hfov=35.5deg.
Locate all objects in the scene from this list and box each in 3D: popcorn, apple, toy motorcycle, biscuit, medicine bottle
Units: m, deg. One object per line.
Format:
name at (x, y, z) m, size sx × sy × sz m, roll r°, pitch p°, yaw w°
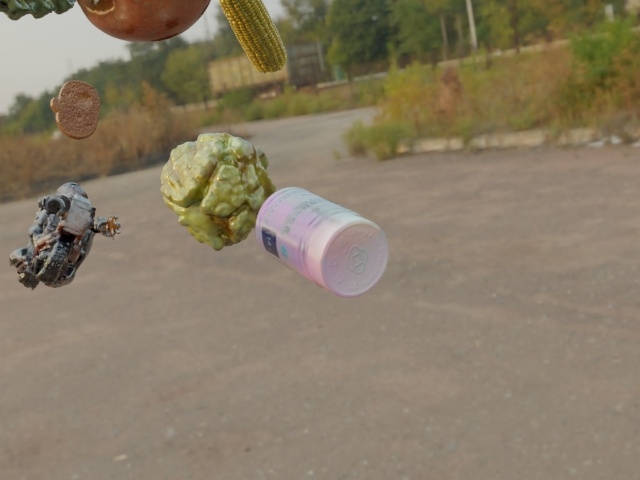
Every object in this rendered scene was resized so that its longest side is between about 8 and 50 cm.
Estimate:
popcorn at (-0.252, -0.123, 2.428) m, size 0.279 × 0.274 × 0.335 m, roll 22°, pitch -1°, yaw -21°
apple at (-0.293, -0.458, 1.671) m, size 0.253 × 0.253 × 0.253 m, roll -10°, pitch 9°, yaw 2°
toy motorcycle at (-0.446, -0.015, 1.753) m, size 0.134 × 0.207 × 0.401 m, roll 28°, pitch -14°, yaw -19°
biscuit at (-0.382, -0.204, 1.553) m, size 0.078 × 0.091 × 0.015 m, roll 13°, pitch -9°, yaw -30°
medicine bottle at (0.000, 0.000, 1.863) m, size 0.152 × 0.152 × 0.254 m, roll -15°, pitch 22°, yaw -27°

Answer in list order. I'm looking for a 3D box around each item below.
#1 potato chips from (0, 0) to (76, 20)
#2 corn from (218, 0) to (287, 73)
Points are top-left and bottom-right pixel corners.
potato chips at (-0.572, -0.549, 1.708) m, size 0.097 × 0.389 × 0.373 m, roll -41°, pitch 6°, yaw 43°
corn at (-0.136, -0.430, 1.982) m, size 0.081 × 0.248 × 0.081 m, roll -11°, pitch 51°, yaw 14°
